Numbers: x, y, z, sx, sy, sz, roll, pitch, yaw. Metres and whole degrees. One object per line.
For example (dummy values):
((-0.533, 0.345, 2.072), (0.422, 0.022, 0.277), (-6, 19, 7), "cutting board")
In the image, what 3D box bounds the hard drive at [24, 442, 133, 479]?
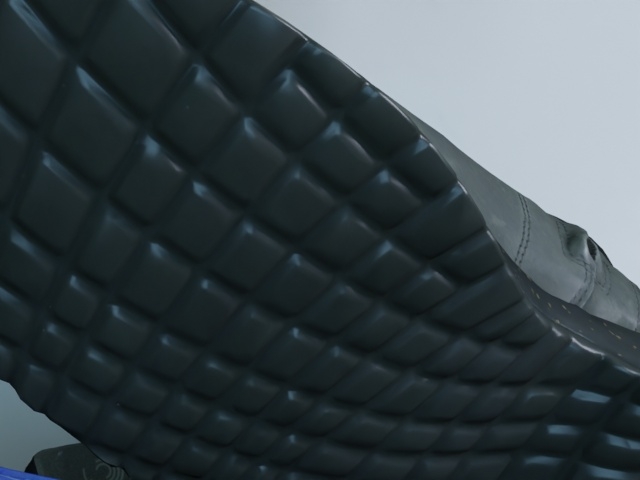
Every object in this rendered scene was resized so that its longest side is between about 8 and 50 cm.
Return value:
((-0.011, 0.108, 0.437), (0.094, 0.022, 0.135), (-7, 68, -26), "hard drive")

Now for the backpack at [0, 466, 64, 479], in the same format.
((-0.082, 0.113, 0.318), (0.173, 0.158, 0.117), (15, 29, -16), "backpack")

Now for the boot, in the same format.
((0.000, 0.000, 0.409), (0.246, 0.083, 0.161), (34, 10, -29), "boot")
